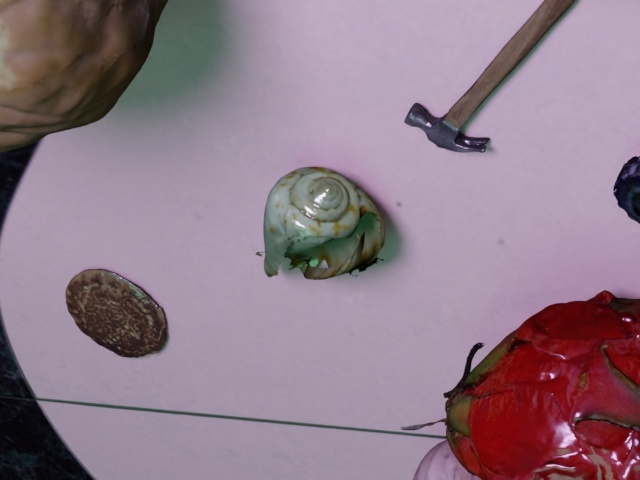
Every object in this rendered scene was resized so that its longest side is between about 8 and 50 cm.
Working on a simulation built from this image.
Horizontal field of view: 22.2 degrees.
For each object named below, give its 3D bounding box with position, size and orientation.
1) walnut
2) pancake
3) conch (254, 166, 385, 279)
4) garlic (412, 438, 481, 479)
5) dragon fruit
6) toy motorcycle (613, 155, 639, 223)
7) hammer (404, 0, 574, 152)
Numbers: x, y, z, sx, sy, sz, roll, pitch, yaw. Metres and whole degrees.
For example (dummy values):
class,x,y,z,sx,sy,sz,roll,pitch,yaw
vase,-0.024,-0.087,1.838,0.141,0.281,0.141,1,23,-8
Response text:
class,x,y,z,sx,sy,sz,roll,pitch,yaw
walnut,-0.233,-0.207,1.097,0.282,0.277,0.253,27,133,-16
pancake,-0.194,0.071,1.556,0.115,0.011,0.115,16,138,15
conch,0.000,0.000,1.333,0.105,0.079,0.170,34,155,4
garlic,0.183,0.306,1.405,0.245,0.253,0.245,10,138,9
dragon fruit,0.196,0.156,1.253,0.293,0.234,0.234,-9,127,31
toy motorcycle,0.333,-0.005,1.104,0.270,0.106,0.159,3,146,49
hammer,0.129,-0.120,1.173,0.062,0.017,0.182,35,138,-7
